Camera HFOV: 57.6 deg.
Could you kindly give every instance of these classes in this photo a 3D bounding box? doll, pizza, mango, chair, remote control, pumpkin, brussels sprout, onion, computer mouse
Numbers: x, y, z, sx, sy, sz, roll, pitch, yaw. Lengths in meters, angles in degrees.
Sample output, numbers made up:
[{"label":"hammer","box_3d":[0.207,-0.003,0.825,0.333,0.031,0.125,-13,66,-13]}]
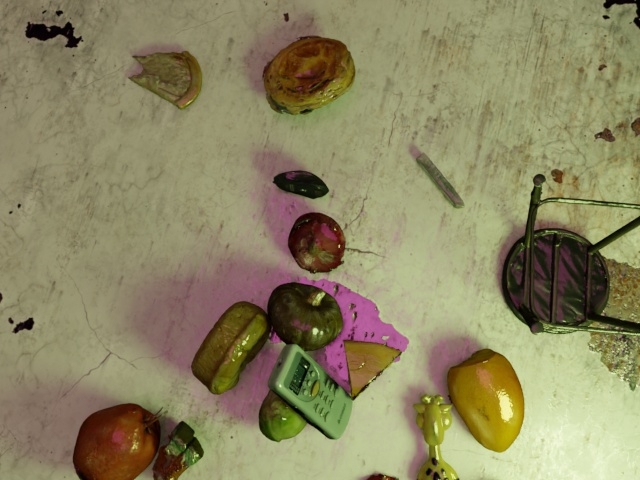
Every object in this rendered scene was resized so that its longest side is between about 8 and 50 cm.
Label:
[{"label":"doll","box_3d":[0.310,0.565,1.577,0.117,0.086,0.291,-5,82,7]},{"label":"pizza","box_3d":[-0.493,-0.533,1.852,0.262,0.034,0.181,23,83,8]},{"label":"mango","box_3d":[0.459,0.436,1.564,0.187,0.138,0.257,-25,84,-7]},{"label":"chair","box_3d":[0.656,0.075,1.479,0.361,0.410,0.365,4,80,3]},{"label":"remote control","box_3d":[-0.018,0.408,1.545,0.296,0.056,0.140,49,50,-29]},{"label":"pumpkin","box_3d":[-0.033,0.200,1.598,0.219,0.219,0.162,32,114,9]},{"label":"brussels sprout","box_3d":[-0.098,0.462,1.596,0.131,0.146,0.183,2,39,30]},{"label":"onion","box_3d":[0.000,0.000,1.681,0.183,0.147,0.184,14,119,27]},{"label":"computer mouse","box_3d":[-0.056,-0.174,1.729,0.172,0.099,0.057,12,72,3]}]

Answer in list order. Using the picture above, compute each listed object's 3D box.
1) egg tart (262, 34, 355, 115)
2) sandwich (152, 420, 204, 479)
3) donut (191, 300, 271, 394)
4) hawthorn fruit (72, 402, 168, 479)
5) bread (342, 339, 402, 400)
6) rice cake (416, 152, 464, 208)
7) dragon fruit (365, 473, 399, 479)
[{"label":"egg tart","box_3d":[-0.033,-0.490,1.778,0.297,0.132,0.297,-5,68,13]},{"label":"sandwich","box_3d":[-0.393,0.581,1.564,0.109,0.185,0.160,45,76,2]},{"label":"donut","box_3d":[-0.243,0.290,1.601,0.128,0.208,0.261,33,79,9]},{"label":"hawthorn fruit","box_3d":[-0.521,0.531,1.560,0.299,0.211,0.211,-33,79,18]},{"label":"bread","box_3d":[0.136,0.364,1.602,0.169,0.140,0.160,6,74,4]},{"label":"rice cake","box_3d":[0.357,-0.174,1.730,0.036,0.047,0.207,-39,78,12]},{"label":"dragon fruit","box_3d":[0.169,0.690,1.568,0.162,0.083,0.106,11,78,8]}]
